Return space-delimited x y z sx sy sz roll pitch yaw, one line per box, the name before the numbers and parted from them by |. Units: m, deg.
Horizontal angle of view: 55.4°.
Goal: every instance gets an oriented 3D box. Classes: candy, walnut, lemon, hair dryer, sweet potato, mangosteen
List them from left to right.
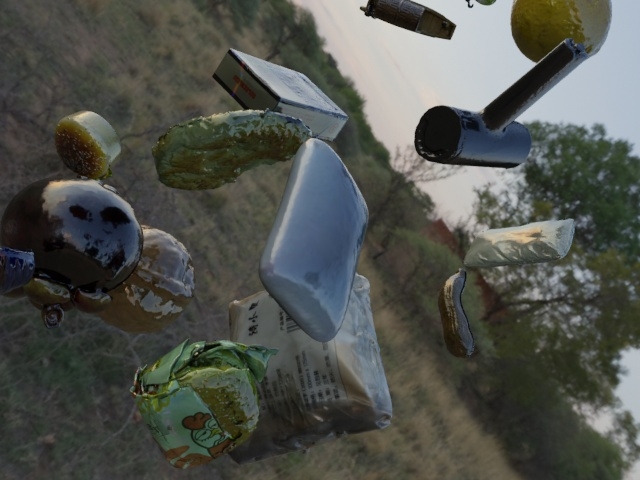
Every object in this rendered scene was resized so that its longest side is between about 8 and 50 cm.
mangosteen | -0.562 0.026 1.359 0.307 0.307 0.346 45 56 -56
walnut | -0.508 0.103 1.703 0.306 0.306 0.344 60 -5 18
candy | 0.000 0.000 0.621 0.138 0.071 0.174 55 41 -45
sweet potato | 0.315 0.165 1.431 0.081 0.062 0.232 25 53 -31
hair dryer | 0.291 -0.199 0.916 0.197 0.251 0.089 1 59 -39
lemon | 0.479 -0.448 1.222 0.192 0.193 0.230 31 56 -72

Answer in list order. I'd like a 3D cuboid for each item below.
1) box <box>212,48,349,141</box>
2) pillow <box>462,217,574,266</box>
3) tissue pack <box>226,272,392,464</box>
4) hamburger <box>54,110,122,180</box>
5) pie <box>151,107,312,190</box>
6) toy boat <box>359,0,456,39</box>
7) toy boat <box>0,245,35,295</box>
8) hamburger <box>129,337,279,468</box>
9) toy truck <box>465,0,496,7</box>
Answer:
box | -0.088 -0.345 1.474 0.198 0.084 0.310 47 24 22
pillow | 0.413 0.006 1.279 0.128 0.229 0.050 -48 118 -38
tissue pack | -0.047 0.252 1.295 0.195 0.390 0.375 45 34 -47
hamburger | -0.444 -0.175 1.158 0.127 0.081 0.141 34 -37 4
pie | -0.209 -0.197 1.336 0.296 0.372 0.078 17 60 -68
toy boat | 0.202 -0.518 1.409 0.226 0.068 0.088 22 24 3
toy boat | -0.642 0.075 1.018 0.219 0.319 0.071 129 -56 -66
hamburger | -0.167 0.240 0.957 0.125 0.235 0.214 -119 -157 -44
toy truck | 0.244 -0.463 1.017 0.169 0.100 0.077 40 37 -5
